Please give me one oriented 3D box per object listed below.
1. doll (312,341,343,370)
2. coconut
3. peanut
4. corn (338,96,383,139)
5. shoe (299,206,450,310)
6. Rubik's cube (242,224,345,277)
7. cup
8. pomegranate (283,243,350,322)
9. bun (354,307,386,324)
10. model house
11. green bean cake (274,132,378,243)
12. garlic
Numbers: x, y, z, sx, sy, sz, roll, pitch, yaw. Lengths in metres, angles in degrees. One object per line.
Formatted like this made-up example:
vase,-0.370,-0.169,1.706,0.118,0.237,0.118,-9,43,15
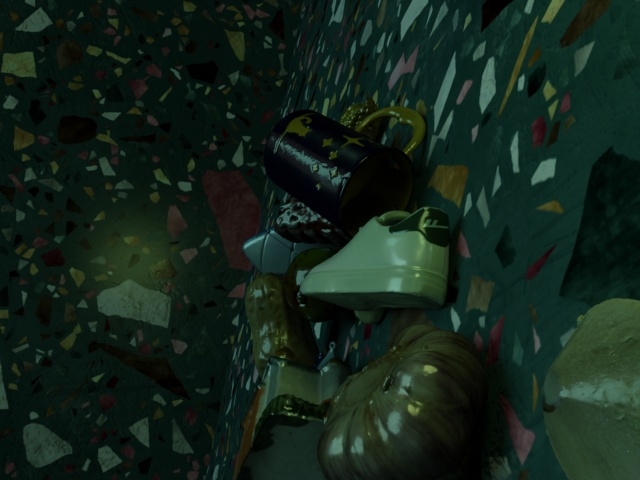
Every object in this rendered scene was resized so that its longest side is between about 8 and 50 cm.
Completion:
doll,0.009,0.296,1.513,0.096,0.070,0.195,13,92,47
coconut,0.230,0.118,0.541,0.147,0.153,0.147,-165,90,-79
peanut,-0.079,0.213,1.625,0.159,0.143,0.291,-120,17,-85
corn,0.069,-0.207,1.715,0.097,0.097,0.261,-91,18,-49
shoe,0.084,0.027,1.249,0.363,0.132,0.160,-9,63,61
Rubik's cube,0.000,0.000,1.732,0.254,0.254,0.254,-166,90,-77
cup,0.058,-0.142,1.423,0.256,0.255,0.178,37,137,43
pomegranate,0.013,0.078,1.559,0.205,0.159,0.159,-48,-11,-44
bun,0.087,0.110,1.388,0.086,0.055,0.086,-168,90,-76
model house,-0.037,0.316,1.422,0.301,0.190,0.271,-88,18,-53
green bean cake,0.027,-0.108,1.569,0.198,0.097,0.232,4,72,33
garlic,0.113,0.219,0.943,0.245,0.160,0.245,-47,9,10
